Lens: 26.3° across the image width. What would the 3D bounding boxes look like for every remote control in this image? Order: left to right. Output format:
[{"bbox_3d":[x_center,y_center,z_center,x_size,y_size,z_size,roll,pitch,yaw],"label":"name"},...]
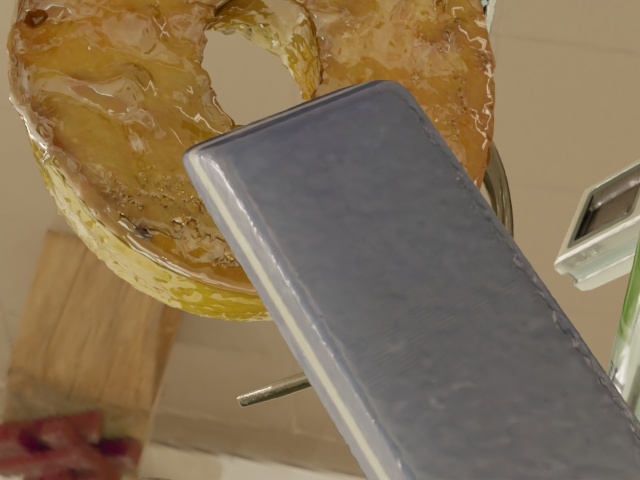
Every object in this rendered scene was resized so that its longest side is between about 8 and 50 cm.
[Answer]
[{"bbox_3d":[0.320,-0.048,1.207,0.055,0.103,0.277,38,144,-14],"label":"remote control"}]

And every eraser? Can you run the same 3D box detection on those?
[{"bbox_3d":[0.038,0.033,0.464,0.082,0.225,0.036,-23,156,-22],"label":"eraser"}]

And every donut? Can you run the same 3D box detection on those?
[{"bbox_3d":[-0.042,-0.082,0.746,0.278,0.277,0.108,23,151,-11],"label":"donut"}]

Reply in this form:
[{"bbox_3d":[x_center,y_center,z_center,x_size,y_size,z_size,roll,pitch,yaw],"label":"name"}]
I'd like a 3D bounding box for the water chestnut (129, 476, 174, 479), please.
[{"bbox_3d":[-0.134,0.358,1.213,0.244,0.289,0.289,4,140,8],"label":"water chestnut"}]

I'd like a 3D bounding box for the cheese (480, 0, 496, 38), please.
[{"bbox_3d":[0.131,-0.213,1.054,0.036,0.086,0.162,-7,127,-18],"label":"cheese"}]

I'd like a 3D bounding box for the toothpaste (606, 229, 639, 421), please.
[{"bbox_3d":[0.130,0.051,0.541,0.029,0.048,0.197,-4,117,-26],"label":"toothpaste"}]

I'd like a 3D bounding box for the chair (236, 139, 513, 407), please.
[{"bbox_3d":[0.000,0.000,1.070,0.188,0.166,0.272,49,138,-15],"label":"chair"}]
